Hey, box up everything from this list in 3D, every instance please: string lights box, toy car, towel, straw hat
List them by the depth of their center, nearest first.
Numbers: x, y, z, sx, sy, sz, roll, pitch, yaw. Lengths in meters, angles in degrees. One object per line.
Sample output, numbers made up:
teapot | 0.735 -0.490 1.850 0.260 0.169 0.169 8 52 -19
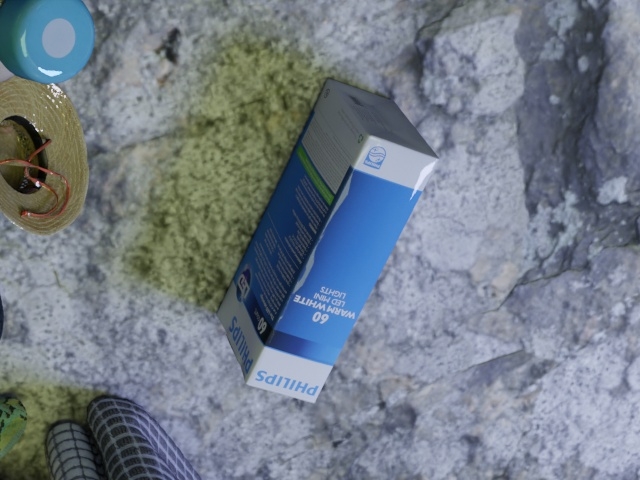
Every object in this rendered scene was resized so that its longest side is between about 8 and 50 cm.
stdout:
toy car | -0.223 -0.261 1.381 0.238 0.219 0.210 -38 126 -29
straw hat | -0.268 -0.072 1.512 0.061 0.144 0.144 -6 130 37
string lights box | 0.000 0.000 1.590 0.077 0.133 0.259 17 111 -24
towel | -0.133 0.304 1.655 0.121 0.235 0.283 -34 121 -3

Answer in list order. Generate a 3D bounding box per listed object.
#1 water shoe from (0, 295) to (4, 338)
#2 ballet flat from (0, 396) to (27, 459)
water shoe | -0.355 0.020 1.545 0.080 0.073 0.203 -19 119 19
ballet flat | -0.360 0.200 1.622 0.188 0.070 0.070 -34 121 1
